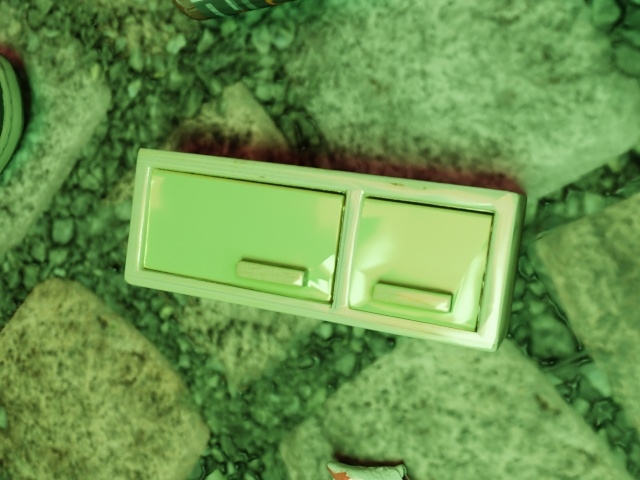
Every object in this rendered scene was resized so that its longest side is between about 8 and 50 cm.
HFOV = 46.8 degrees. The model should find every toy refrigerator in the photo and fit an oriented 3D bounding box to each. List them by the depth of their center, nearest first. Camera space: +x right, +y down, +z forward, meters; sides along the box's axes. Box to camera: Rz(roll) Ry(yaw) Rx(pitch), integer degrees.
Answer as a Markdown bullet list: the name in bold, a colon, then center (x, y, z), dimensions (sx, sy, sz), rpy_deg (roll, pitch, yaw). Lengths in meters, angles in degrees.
- **toy refrigerator**: center (0.000, 0.000, 0.527), dimensions (0.270, 0.094, 0.102), rpy_deg (9, 94, 18)

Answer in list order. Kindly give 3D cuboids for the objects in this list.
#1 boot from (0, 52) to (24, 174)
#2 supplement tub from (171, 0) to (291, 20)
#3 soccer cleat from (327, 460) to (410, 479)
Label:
- **boot**: center (-0.462, -0.068, 0.584), dimensions (0.378, 0.284, 0.138), rpy_deg (-15, 87, 20)
- **supplement tub**: center (-0.015, -0.224, 0.520), dimensions (0.198, 0.106, 0.106), rpy_deg (-7, 89, 20)
- **soccer cleat**: center (0.046, 0.179, 0.552), dimensions (0.083, 0.029, 0.035), rpy_deg (24, 90, 14)
